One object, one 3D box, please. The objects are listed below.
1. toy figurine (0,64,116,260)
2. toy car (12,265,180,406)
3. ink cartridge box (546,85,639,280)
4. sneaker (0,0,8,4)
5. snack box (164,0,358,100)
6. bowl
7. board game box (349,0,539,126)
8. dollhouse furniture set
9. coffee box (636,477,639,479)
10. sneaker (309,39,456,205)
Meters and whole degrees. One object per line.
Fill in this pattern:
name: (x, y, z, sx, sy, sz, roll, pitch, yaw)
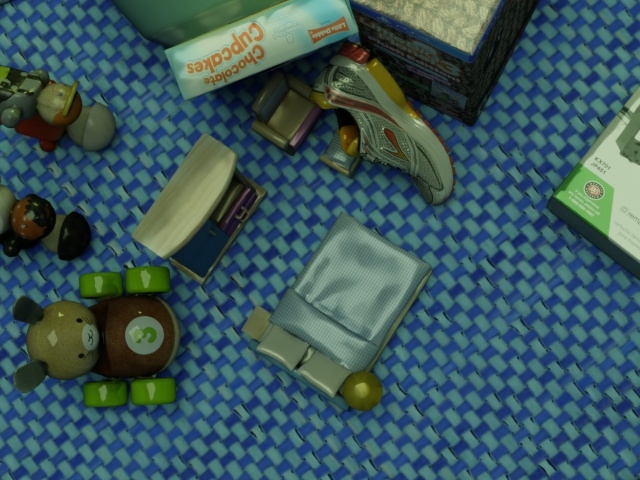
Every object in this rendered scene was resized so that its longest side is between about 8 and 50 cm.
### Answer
toy figurine: (-0.329, -0.087, 1.556, 0.148, 0.209, 0.213, 14, 83, 3)
toy car: (-0.263, 0.109, 1.510, 0.148, 0.188, 0.155, -7, 84, 36)
ink cartridge box: (0.378, -0.077, 1.533, 0.153, 0.087, 0.208, 38, 86, 10)
sneaker: (-0.445, -0.319, 1.666, 0.258, 0.091, 0.094, -36, 79, 0)
snack box: (-0.059, -0.215, 1.488, 0.187, 0.322, 0.060, -22, 97, 3)
bowl: (-0.117, -0.322, 1.547, 0.311, 0.311, 0.163, -22, 97, 3)
board game box: (0.155, -0.287, 1.490, 0.141, 0.291, 0.232, 27, 85, 10)
dollhouse furniture set: (0.000, 0.000, 1.509, 0.303, 0.198, 0.286, 34, 86, 10)
coffee box: (0.429, 0.286, 1.461, 0.246, 0.098, 0.141, -33, 79, 0)
sneaker: (0.068, -0.118, 1.538, 0.093, 0.088, 0.225, -45, 117, -6)
